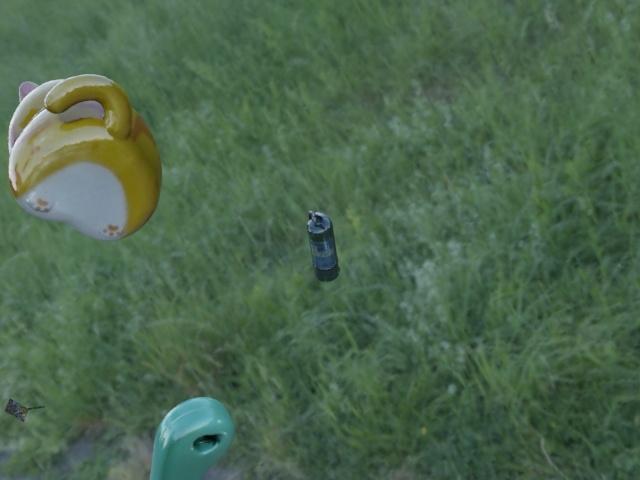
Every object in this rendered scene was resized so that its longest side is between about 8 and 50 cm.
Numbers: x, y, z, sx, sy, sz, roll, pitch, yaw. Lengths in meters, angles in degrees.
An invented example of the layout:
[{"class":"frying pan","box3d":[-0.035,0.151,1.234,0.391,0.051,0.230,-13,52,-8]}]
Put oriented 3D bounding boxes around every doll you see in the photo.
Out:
[{"class":"doll","box3d":[-0.277,-0.102,0.943,0.162,0.167,0.270,-62,31,-2]}]

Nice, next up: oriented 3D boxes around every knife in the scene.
[{"class":"knife","box3d":[-0.120,0.223,0.655,0.063,0.260,0.034,-2,38,-33]}]

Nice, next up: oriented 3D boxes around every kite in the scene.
[{"class":"kite","box3d":[-0.466,0.259,1.281,0.078,0.044,0.002,-34,15,32]}]

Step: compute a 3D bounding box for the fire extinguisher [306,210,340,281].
[{"class":"fire extinguisher","box3d":[0.000,0.000,0.775,0.025,0.083,0.038,-28,47,-19]}]
